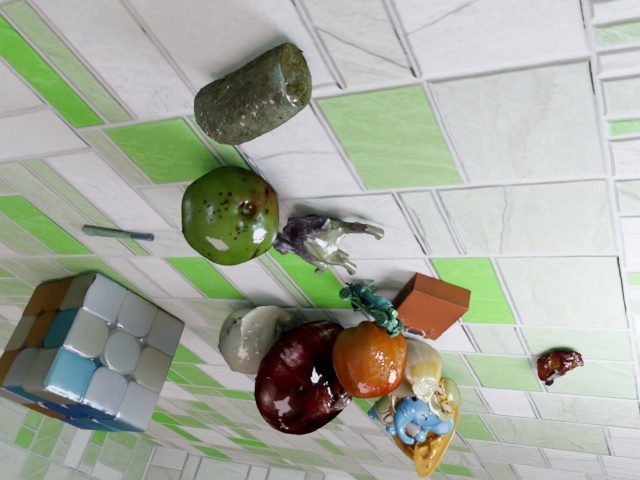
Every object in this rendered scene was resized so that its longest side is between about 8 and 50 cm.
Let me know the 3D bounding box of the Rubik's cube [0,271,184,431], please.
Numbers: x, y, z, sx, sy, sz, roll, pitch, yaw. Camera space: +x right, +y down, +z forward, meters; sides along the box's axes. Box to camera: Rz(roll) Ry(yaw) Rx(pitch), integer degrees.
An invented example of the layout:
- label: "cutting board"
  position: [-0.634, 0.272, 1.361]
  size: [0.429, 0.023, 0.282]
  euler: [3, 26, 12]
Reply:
- label: "Rubik's cube"
  position: [-0.664, 0.329, 1.864]
  size: [0.344, 0.346, 0.346]
  euler: [-11, 140, 40]

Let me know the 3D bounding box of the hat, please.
- label: "hat"
  position: [0.255, 0.538, 1.941]
  size: [0.233, 0.233, 0.244]
  euler: [19, 115, 39]

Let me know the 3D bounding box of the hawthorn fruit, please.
- label: "hawthorn fruit"
  position: [0.113, 0.272, 1.483]
  size: [0.189, 0.189, 0.189]
  euler: [12, 150, 7]

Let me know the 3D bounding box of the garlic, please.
- label: "garlic"
  position: [0.219, 0.333, 1.624]
  size: [0.146, 0.164, 0.245]
  euler: [4, 158, -11]

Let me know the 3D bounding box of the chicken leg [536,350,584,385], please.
- label: "chicken leg"
  position: [0.553, 0.301, 1.523]
  size: [0.093, 0.053, 0.205]
  euler: [6, 156, -11]

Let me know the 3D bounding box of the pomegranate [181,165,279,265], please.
- label: "pomegranate"
  position: [-0.176, -0.043, 1.184]
  size: [0.181, 0.181, 0.224]
  euler: [31, 167, -25]

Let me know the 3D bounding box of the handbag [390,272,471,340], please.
- label: "handbag"
  position: [0.229, 0.148, 1.408]
  size: [0.127, 0.062, 0.190]
  euler: [18, 147, -4]

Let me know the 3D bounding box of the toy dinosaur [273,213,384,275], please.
- label: "toy dinosaur"
  position: [-0.003, 0.007, 1.259]
  size: [0.162, 0.077, 0.294]
  euler: [26, 150, -17]

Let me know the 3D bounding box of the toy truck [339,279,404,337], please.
- label: "toy truck"
  position: [0.121, 0.138, 1.404]
  size: [0.154, 0.078, 0.080]
  euler: [33, 173, 39]

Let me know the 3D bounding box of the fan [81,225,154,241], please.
- label: "fan"
  position: [-0.472, -0.014, 1.517]
  size: [0.193, 0.016, 0.038]
  euler: [7, 152, 18]

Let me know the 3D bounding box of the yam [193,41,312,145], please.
- label: "yam"
  position: [-0.089, -0.204, 0.925]
  size: [0.183, 0.107, 0.107]
  euler: [-18, 136, 43]

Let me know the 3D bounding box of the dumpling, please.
- label: "dumpling"
  position: [-0.149, 0.258, 1.701]
  size: [0.227, 0.175, 0.243]
  euler: [-6, 176, -22]

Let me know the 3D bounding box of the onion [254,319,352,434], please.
- label: "onion"
  position: [-0.020, 0.356, 1.625]
  size: [0.232, 0.314, 0.314]
  euler: [38, 166, 37]

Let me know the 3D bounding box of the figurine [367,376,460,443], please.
- label: "figurine"
  position: [0.260, 0.456, 1.765]
  size: [0.262, 0.180, 0.154]
  euler: [-41, 140, 24]
